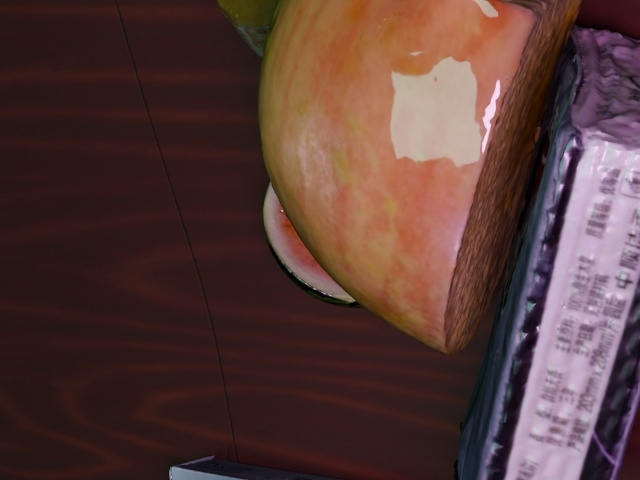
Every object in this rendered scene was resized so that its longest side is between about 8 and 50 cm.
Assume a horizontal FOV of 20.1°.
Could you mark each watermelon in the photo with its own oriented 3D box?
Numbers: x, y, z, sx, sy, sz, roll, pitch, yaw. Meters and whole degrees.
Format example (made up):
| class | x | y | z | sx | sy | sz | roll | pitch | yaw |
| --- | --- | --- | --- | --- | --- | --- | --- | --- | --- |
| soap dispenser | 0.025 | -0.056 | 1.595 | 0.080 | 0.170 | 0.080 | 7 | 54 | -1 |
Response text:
| class | x | y | z | sx | sy | sz | roll | pitch | yaw |
| --- | --- | --- | --- | --- | --- | --- | --- | --- | --- |
| watermelon | -0.011 | 0.006 | 1.604 | 0.163 | 0.069 | 0.087 | 53 | 132 | 19 |

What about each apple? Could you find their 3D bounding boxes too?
| class | x | y | z | sx | sy | sz | roll | pitch | yaw |
| --- | --- | --- | --- | --- | --- | --- | --- | --- | --- |
| apple | 0.075 | -0.085 | 1.384 | 0.314 | 0.252 | 0.309 | 48 | 126 | 50 |

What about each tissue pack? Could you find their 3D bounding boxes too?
| class | x | y | z | sx | sy | sz | roll | pitch | yaw |
| --- | --- | --- | --- | --- | --- | --- | --- | --- | --- |
| tissue pack | 0.184 | 0.049 | 1.306 | 0.122 | 0.259 | 0.361 | 11 | 115 | 2 |

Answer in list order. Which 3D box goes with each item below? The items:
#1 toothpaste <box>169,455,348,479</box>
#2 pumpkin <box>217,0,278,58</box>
| class | x | y | z | sx | sy | sz | roll | pitch | yaw |
| --- | --- | --- | --- | --- | --- | --- | --- | --- | --- |
| toothpaste | -0.013 | 0.260 | 1.674 | 0.313 | 0.071 | 0.089 | 2 | 98 | 45 |
| pumpkin | -0.010 | -0.221 | 1.526 | 0.217 | 0.110 | 0.217 | 10 | 103 | 47 |
